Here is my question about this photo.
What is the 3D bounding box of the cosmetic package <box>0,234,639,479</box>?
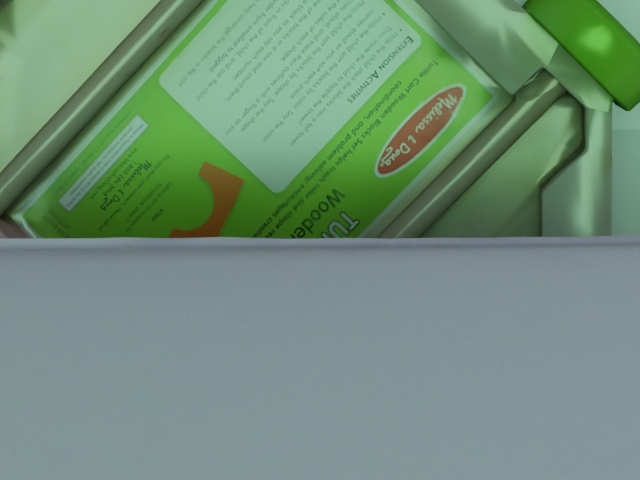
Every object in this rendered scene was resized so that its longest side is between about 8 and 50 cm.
[{"bbox_3d":[0.001,0.244,0.431,0.327,0.393,0.329,-1,130,6],"label":"cosmetic package"}]

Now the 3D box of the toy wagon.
[{"bbox_3d":[0.000,0.000,0.613,0.344,0.068,0.267,44,100,-3],"label":"toy wagon"}]
